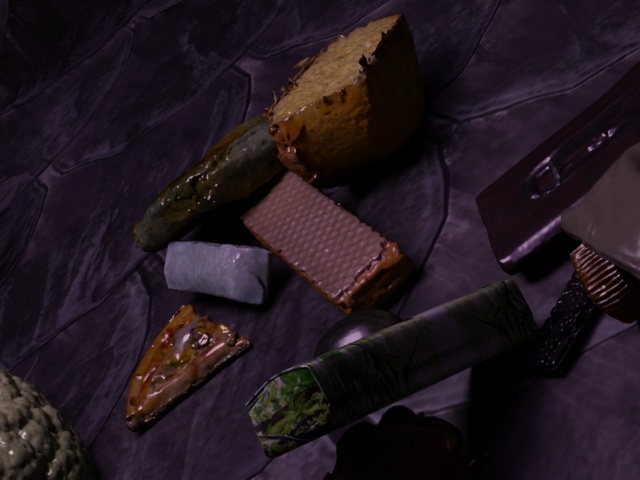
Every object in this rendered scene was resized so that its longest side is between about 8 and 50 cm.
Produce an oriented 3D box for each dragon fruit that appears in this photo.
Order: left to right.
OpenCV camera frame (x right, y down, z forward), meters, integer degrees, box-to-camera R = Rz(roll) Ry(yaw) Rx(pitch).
[{"bbox_3d":[0.070,0.205,1.335,0.142,0.138,0.175,-6,4,8],"label":"dragon fruit"}]

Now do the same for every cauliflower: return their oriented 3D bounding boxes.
[{"bbox_3d":[-0.397,0.271,1.832,0.272,0.275,0.250,43,120,49],"label":"cauliflower"}]

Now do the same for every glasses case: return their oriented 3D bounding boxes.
[{"bbox_3d":[0.064,0.103,1.375,0.272,0.062,0.095,-18,-9,-46],"label":"glasses case"}]

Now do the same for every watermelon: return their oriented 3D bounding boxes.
[{"bbox_3d":[0.038,0.109,1.568,0.111,0.078,0.078,-30,27,28],"label":"watermelon"}]

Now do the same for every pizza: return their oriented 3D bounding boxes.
[{"bbox_3d":[-0.153,0.139,1.862,0.176,0.036,0.184,-13,38,48],"label":"pizza"}]

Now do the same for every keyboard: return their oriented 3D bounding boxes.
[{"bbox_3d":[0.236,0.041,1.448,0.060,0.018,0.195,-11,38,56],"label":"keyboard"}]

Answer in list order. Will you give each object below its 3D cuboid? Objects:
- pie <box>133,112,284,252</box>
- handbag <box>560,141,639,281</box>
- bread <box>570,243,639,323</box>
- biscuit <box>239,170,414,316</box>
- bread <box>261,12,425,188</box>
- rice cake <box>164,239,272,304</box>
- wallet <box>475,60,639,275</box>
[{"bbox_3d":[-0.126,-0.080,2.047,0.277,0.078,0.277,-34,4,3],"label":"pie"},{"bbox_3d":[0.361,-0.050,1.253,0.316,0.109,0.253,-28,29,-2],"label":"handbag"},{"bbox_3d":[0.254,0.024,1.367,0.053,0.085,0.085,-43,21,27],"label":"bread"},{"bbox_3d":[0.000,0.000,1.831,0.094,0.054,0.379,-44,24,-3],"label":"biscuit"},{"bbox_3d":[0.041,-0.153,1.919,0.160,0.147,0.260,-24,16,21],"label":"bread"},{"bbox_3d":[-0.121,0.034,1.932,0.206,0.063,0.069,10,97,59],"label":"rice cake"},{"bbox_3d":[0.250,-0.070,1.568,0.229,0.049,0.182,-39,23,13],"label":"wallet"}]
